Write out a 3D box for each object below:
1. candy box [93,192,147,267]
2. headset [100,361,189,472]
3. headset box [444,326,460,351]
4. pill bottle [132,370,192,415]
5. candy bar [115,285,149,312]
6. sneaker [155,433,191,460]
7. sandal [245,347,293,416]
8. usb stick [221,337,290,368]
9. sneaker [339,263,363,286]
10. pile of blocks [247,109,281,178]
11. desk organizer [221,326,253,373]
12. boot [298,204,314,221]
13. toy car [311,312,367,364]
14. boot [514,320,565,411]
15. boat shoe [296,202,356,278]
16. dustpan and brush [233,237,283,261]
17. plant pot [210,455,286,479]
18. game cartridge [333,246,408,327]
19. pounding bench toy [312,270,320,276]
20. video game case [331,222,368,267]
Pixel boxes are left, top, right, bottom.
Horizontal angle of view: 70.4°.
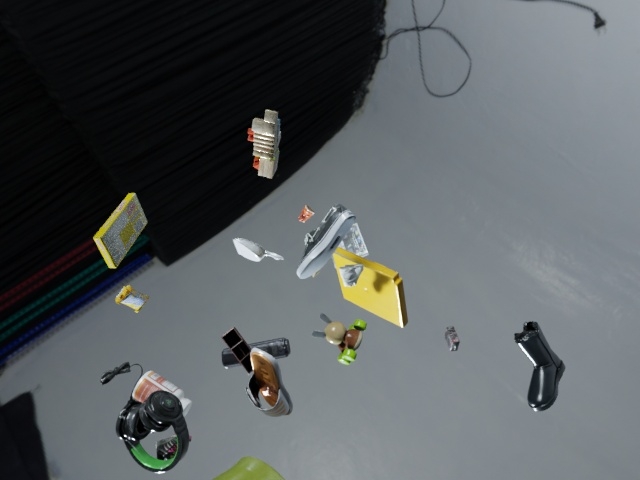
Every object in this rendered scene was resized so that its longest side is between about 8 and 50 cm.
[{"bbox_3d":[-0.542,-0.031,1.243,0.206,0.027,0.105,-79,-17,-51],"label":"candy box"},{"bbox_3d":[-0.608,0.607,1.546,0.395,0.243,0.185,66,-161,4],"label":"headset"},{"bbox_3d":[0.524,0.394,1.802,0.083,0.032,0.062,-98,4,-48],"label":"headset box"},{"bbox_3d":[-0.627,0.626,1.810,0.216,0.121,0.121,30,157,9],"label":"pill bottle"},{"bbox_3d":[-0.365,0.114,0.883,0.018,0.040,0.161,36,163,1],"label":"candy bar"},{"bbox_3d":[-0.541,0.764,1.670,0.063,0.170,0.075,44,-151,-44],"label":"sneaker"},{"bbox_3d":[-0.137,0.354,1.076,0.101,0.076,0.266,19,139,28],"label":"sandal"},{"bbox_3d":[-0.251,0.432,1.742,0.045,0.277,0.077,46,-148,-68],"label":"usb stick"},{"bbox_3d":[0.091,0.101,1.334,0.152,0.053,0.061,-10,-85,-68],"label":"sneaker"},{"bbox_3d":[-0.228,-0.404,1.813,0.112,0.149,0.362,13,149,0],"label":"pile of blocks"},{"bbox_3d":[-0.221,0.307,1.268,0.130,0.047,0.050,53,167,1],"label":"desk organizer"},{"bbox_3d":[-0.074,-0.129,2.271,0.059,0.084,0.158,46,177,6],"label":"boot"},{"bbox_3d":[0.064,0.370,1.778,0.188,0.155,0.149,25,151,-1],"label":"toy car"},{"bbox_3d":[0.719,0.417,1.535,0.207,0.246,0.094,53,143,-5],"label":"boot"},{"bbox_3d":[-0.002,-0.001,1.666,0.105,0.306,0.113,42,-164,28],"label":"boat shoe"},{"bbox_3d":[-0.257,0.051,1.918,0.211,0.060,0.147,27,156,14],"label":"dustpan and brush"},{"bbox_3d":[-0.233,0.756,1.125,0.366,0.353,0.367,19,124,31],"label":"plant pot"},{"bbox_3d":[0.205,0.188,1.854,0.323,0.052,0.286,22,141,37],"label":"game cartridge"},{"bbox_3d":[-0.029,0.087,1.781,0.065,0.052,0.083,31,121,14],"label":"pounding bench toy"},{"bbox_3d":[0.126,0.023,2.190,0.022,0.173,0.191,55,-166,-52],"label":"video game case"}]
